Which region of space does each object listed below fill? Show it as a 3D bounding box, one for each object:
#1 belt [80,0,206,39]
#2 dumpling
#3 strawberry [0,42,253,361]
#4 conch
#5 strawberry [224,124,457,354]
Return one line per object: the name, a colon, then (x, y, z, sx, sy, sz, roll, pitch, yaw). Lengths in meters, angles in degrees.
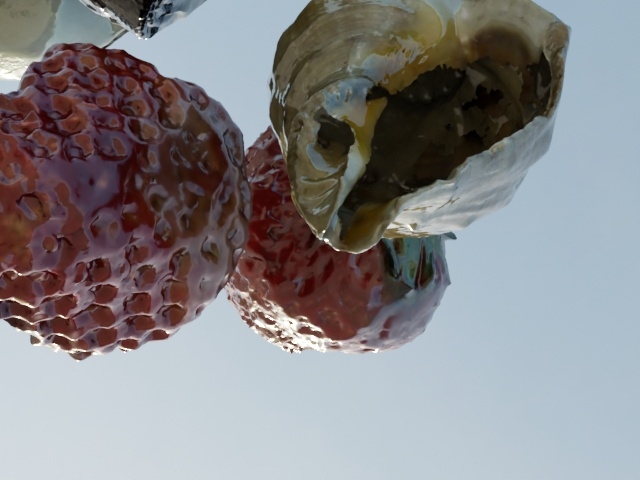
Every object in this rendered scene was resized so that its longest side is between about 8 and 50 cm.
belt: (-0.129, -0.330, 1.488, 0.164, 0.184, 0.289, 37, -97, 8)
dumpling: (-0.389, -0.290, 1.961, 0.341, 0.260, 0.181, 15, -92, 36)
strawberry: (-0.164, -0.029, 1.331, 0.149, 0.336, 0.265, 2, -84, 21)
conch: (0.081, -0.088, 1.314, 0.263, 0.186, 0.324, -14, -136, 24)
strawberry: (0.000, 0.000, 1.616, 0.277, 0.257, 0.257, -35, -107, 51)
